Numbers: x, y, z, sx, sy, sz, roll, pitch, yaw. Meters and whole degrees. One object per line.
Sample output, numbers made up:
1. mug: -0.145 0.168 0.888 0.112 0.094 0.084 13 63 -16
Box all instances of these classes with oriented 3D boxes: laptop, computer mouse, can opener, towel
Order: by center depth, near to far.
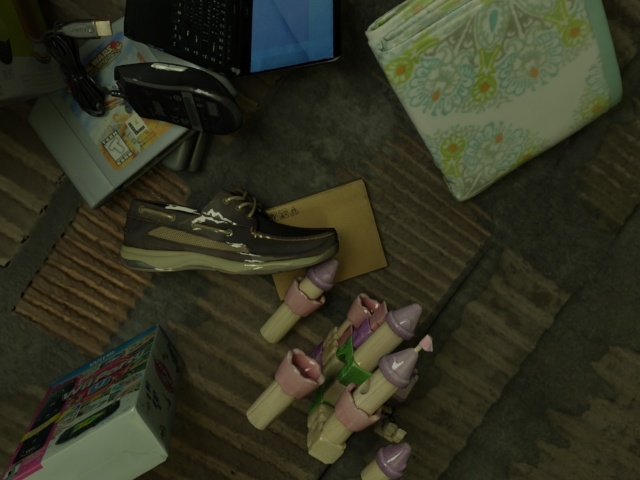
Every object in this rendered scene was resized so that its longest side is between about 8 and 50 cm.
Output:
1. computer mouse: -0.230 -0.229 0.869 0.262 0.184 0.060 10 63 13
2. laptop: -0.115 -0.363 0.910 0.264 0.136 0.234 14 65 -35
3. towel: 0.279 -0.262 0.999 0.320 0.090 0.374 -31 132 11
4. can opener: -0.202 -0.253 1.031 0.095 0.076 0.283 24 102 20

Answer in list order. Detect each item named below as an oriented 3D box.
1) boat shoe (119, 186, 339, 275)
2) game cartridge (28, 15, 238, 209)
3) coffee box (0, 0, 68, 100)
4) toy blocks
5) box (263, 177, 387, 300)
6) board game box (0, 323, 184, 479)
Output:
1. boat shoe: -0.147 -0.018 1.041 0.355 0.132 0.130 0 98 0
2. game cartridge: -0.293 -0.209 0.984 0.297 0.062 0.198 -36 95 14
3. coffee box: -0.544 -0.284 0.726 0.338 0.337 0.334 -15 106 -2
4. toy blocks: 0.084 0.186 1.036 0.309 0.288 0.260 35 110 -15
5. box: 0.000 0.000 1.133 0.201 0.021 0.164 -18 106 -3
6. board game box: -0.338 0.274 1.011 0.224 0.303 0.097 -30 106 0
